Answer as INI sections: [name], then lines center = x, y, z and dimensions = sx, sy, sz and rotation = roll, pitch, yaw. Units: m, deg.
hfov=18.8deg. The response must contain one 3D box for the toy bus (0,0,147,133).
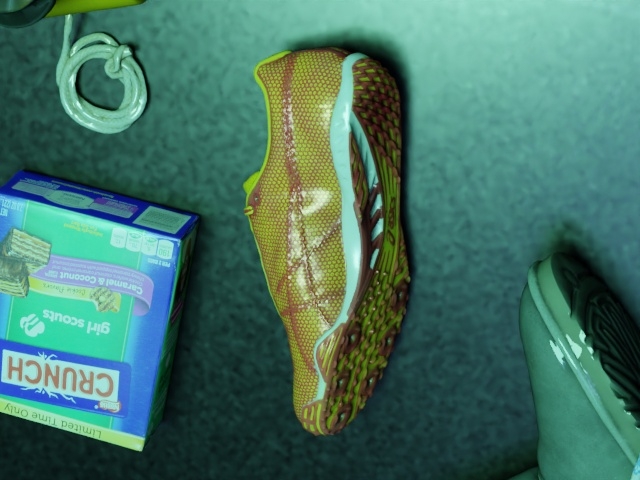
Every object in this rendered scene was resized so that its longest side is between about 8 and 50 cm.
[toy bus]
center = -0.132, -0.159, 0.807
dimensions = 0.202, 0.104, 0.191
rotation = 37, 112, 1

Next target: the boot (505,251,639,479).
[boot]
center = 0.066, 0.125, 0.871
dimensions = 0.208, 0.076, 0.190
rotation = -25, 99, 24

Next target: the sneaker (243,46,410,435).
[sneaker]
center = 0.000, 0.000, 0.857
dimensions = 0.067, 0.064, 0.175
rotation = 9, 104, 32

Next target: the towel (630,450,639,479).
[towel]
center = 0.244, 0.072, 0.790
dimensions = 0.209, 0.034, 0.285
rotation = 17, 108, -13

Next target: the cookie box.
[cookie box]
center = -0.111, 0.032, 0.895
dimensions = 0.092, 0.040, 0.107
rotation = 14, 110, 8
